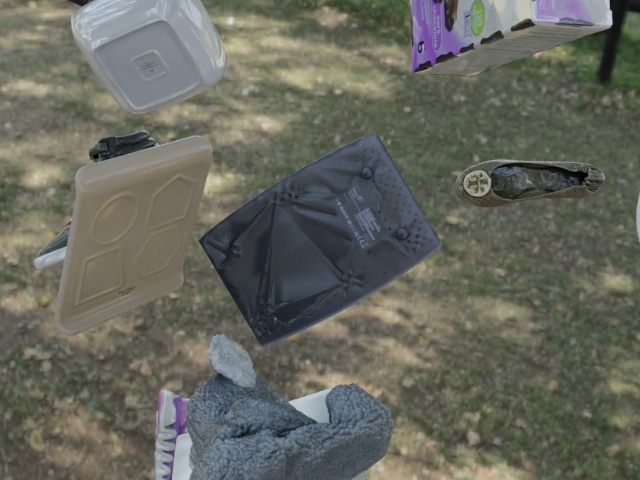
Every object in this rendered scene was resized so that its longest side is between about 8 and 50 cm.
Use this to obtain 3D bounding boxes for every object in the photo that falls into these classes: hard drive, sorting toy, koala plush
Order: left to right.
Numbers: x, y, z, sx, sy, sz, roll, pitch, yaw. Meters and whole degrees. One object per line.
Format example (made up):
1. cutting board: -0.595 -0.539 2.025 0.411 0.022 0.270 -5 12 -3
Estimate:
1. sorting toy: -0.214 -0.010 1.035 0.038 0.208 0.193 32 34 26
2. koala plush: -0.071 0.208 0.941 0.203 0.196 0.221 -2 26 -30
3. hard drive: 0.000 0.000 1.106 0.255 0.172 0.054 -31 1 13

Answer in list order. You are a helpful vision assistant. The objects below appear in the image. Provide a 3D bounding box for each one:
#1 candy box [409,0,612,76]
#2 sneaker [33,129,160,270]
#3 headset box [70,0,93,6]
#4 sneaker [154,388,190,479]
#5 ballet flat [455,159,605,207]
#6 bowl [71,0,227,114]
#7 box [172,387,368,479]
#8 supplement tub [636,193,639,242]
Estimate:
1. candy box: 0.143 -0.231 0.735 0.070 0.164 0.196 -2 0 -20
2. sneaker: -0.356 -0.073 1.461 0.296 0.147 0.104 -36 10 -31
3. headset box: -0.375 -0.441 1.203 0.283 0.131 0.246 24 26 -12
4. sneaker: -0.214 0.346 1.468 0.105 0.236 0.095 2 27 -13
5. ballet flat: 0.353 -0.099 1.536 0.250 0.084 0.058 0 -8 0
6. bowl: -0.181 -0.200 0.980 0.142 0.142 0.053 -20 43 11
7. box: -0.026 0.394 1.143 0.215 0.345 0.168 -18 23 3
8. supplement tub: 0.465 0.013 0.875 0.316 0.228 0.228 23 18 -40
